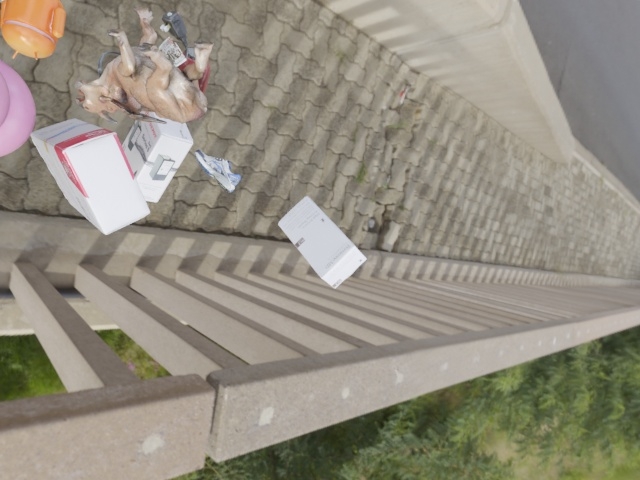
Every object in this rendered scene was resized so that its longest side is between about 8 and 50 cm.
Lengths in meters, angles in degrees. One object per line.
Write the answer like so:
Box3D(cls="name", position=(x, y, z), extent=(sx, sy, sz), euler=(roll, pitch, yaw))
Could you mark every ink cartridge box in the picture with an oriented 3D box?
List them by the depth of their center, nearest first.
Box3D(cls="ink cartridge box", position=(-0.593, -0.175, 1.077), extent=(0.131, 0.306, 0.226), euler=(-33, 130, -30))
Box3D(cls="ink cartridge box", position=(-0.558, -0.296, 1.393), extent=(0.114, 0.198, 0.273), euler=(9, 132, -48))

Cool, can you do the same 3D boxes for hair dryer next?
Box3D(cls="hair dryer", position=(-0.368, -0.385, 0.994), extent=(0.223, 0.080, 0.293), euler=(-35, 159, -1))

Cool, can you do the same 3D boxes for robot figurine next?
Box3D(cls="robot figurine", position=(-0.783, -0.599, 1.141), extent=(0.158, 0.128, 0.220), euler=(12, 86, -29))

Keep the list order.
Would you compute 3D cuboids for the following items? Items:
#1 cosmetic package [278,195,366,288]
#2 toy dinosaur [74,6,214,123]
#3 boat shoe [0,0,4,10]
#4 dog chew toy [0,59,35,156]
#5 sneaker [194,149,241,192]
Box3D(cls="cosmetic package", position=(0.000, 0.000, 1.087), extent=(0.117, 0.231, 0.085), euler=(-45, 141, 2))
Box3D(cls="toy dinosaur", position=(-0.280, -0.259, 0.728), extent=(0.127, 0.295, 0.200), euler=(-46, 160, -42))
Box3D(cls="boat shoe", position=(-0.895, -0.695, 1.179), extent=(0.190, 0.068, 0.072), euler=(36, 69, -51))
Box3D(cls="dog chew toy", position=(-0.646, -0.255, 0.733), extent=(0.206, 0.332, 0.207), euler=(-2, 95, -19))
Box3D(cls="sneaker", position=(-0.249, -0.178, 1.027), extent=(0.135, 0.052, 0.058), euler=(44, 76, 4))
